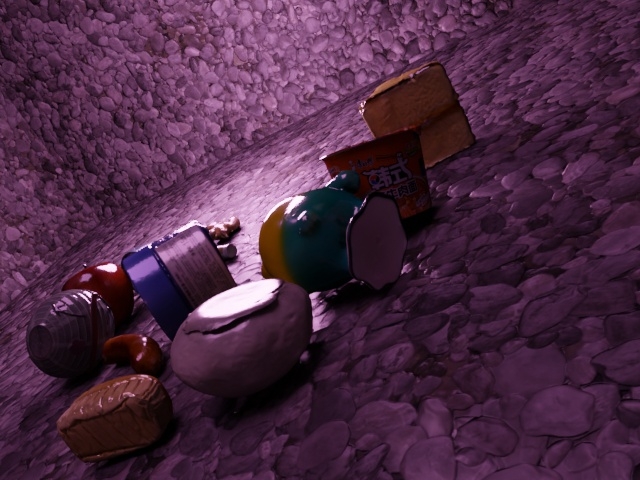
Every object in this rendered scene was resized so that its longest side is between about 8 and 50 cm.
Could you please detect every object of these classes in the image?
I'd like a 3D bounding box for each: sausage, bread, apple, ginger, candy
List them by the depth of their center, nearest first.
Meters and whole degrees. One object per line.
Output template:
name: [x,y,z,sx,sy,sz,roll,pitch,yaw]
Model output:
candy: [-0.144,0.189,1.174,0.295,0.185,0.295,-19,8,3]
bread: [-0.401,0.349,1.224,0.236,0.140,0.106,-22,18,18]
sausage: [-0.476,0.287,1.577,0.302,0.076,0.103,-6,40,53]
bread: [0.269,-0.322,1.679,0.236,0.263,0.198,-17,27,34]
apple: [-0.699,0.179,1.946,0.234,0.234,0.234,-27,20,11]
ginger: [-0.372,-0.037,2.222,0.214,0.059,0.133,-10,25,43]

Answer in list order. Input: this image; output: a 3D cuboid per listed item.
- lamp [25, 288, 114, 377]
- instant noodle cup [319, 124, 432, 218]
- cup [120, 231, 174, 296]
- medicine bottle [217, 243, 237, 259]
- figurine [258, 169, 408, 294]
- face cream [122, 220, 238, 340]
lamp: [-0.694,0.256,1.730,0.233,0.266,0.233,10,15,-3]
instant noodle cup: [0.145,-0.144,1.454,0.250,0.192,0.250,-19,6,2]
cup: [-0.552,0.077,2.071,0.300,0.167,0.173,-49,-1,33]
medicine bottle: [-0.309,0.037,1.971,0.083,0.047,0.047,-9,29,44]
figurine: [0.000,0.000,1.331,0.340,0.231,0.324,-2,69,46]
face cream: [-0.351,0.100,1.594,0.225,0.249,0.249,-30,19,-12]
